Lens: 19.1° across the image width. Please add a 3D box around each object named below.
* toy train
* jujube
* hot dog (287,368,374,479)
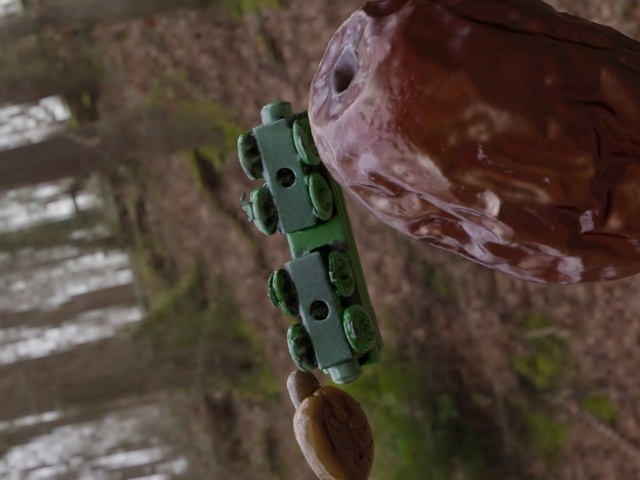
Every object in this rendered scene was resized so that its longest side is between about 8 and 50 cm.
[{"bbox_3d":[0.000,0.000,1.662,0.119,0.085,0.251,-12,-93,-67],"label":"toy train"},{"bbox_3d":[0.119,-0.062,1.146,0.250,0.174,0.174,15,-127,-21],"label":"jujube"},{"bbox_3d":[0.008,0.203,2.020,0.090,0.060,0.140,-48,-63,-42],"label":"hot dog"}]
